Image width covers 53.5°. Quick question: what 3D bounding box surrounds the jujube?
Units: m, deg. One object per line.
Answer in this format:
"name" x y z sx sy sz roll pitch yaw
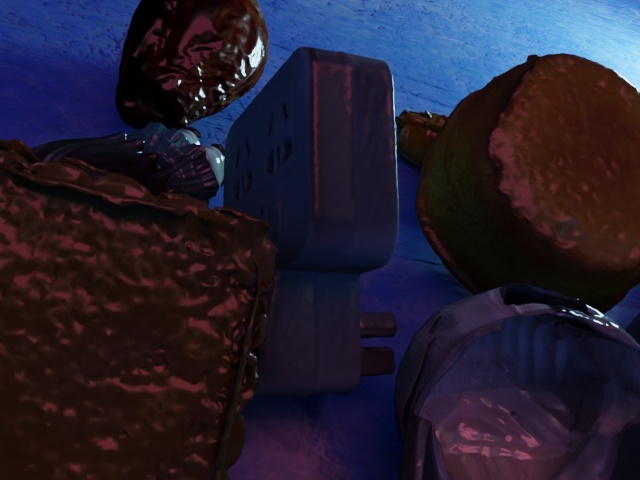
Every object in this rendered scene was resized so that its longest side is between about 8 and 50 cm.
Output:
"jujube" -0.155 -0.219 0.756 0.168 0.168 0.237 23 47 -1

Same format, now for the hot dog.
"hot dog" 0.212 -0.114 0.872 0.250 0.076 0.104 32 42 6

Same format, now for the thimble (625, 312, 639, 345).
"thimble" 0.413 0.119 0.687 0.127 0.118 0.151 13 42 -9

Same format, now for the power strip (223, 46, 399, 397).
"power strip" 0.000 0.000 0.552 0.141 0.229 0.261 4 79 -23

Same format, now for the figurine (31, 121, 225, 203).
"figurine" -0.177 -0.044 0.597 0.137 0.110 0.245 35 35 12

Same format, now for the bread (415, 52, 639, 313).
"bread" 0.266 -0.057 0.723 0.311 0.172 0.313 5 71 -13

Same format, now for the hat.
"hat" 0.154 0.174 0.495 0.231 0.161 0.275 2 68 -7

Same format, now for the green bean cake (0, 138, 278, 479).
"green bean cake" -0.155 0.067 0.420 0.223 0.131 0.230 14 77 -11
